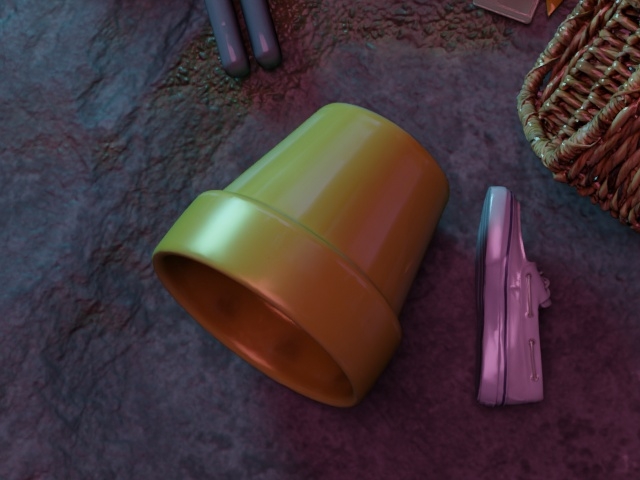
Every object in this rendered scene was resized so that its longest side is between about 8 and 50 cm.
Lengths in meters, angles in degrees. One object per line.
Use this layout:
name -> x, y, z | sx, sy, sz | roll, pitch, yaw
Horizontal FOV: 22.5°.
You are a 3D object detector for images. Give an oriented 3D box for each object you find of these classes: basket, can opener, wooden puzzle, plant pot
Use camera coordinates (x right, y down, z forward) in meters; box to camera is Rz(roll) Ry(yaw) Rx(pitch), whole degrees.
basket -> 0.321, -0.185, 1.561 | 0.223, 0.213, 0.299 | 41, 114, 13
can opener -> -0.111, -0.318, 1.763 | 0.074, 0.093, 0.280 | -16, 83, 5
wooden puzzle -> 0.209, -0.274, 1.740 | 0.116, 0.014, 0.078 | 29, 81, 12
plant pot -> 0.000, 0.000, 1.617 | 0.254, 0.254, 0.239 | 32, 72, 13

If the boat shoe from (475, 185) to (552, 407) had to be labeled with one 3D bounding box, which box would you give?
boat shoe -> 0.200, 0.058, 1.657 | 0.076, 0.083, 0.226 | 2, 92, -2
